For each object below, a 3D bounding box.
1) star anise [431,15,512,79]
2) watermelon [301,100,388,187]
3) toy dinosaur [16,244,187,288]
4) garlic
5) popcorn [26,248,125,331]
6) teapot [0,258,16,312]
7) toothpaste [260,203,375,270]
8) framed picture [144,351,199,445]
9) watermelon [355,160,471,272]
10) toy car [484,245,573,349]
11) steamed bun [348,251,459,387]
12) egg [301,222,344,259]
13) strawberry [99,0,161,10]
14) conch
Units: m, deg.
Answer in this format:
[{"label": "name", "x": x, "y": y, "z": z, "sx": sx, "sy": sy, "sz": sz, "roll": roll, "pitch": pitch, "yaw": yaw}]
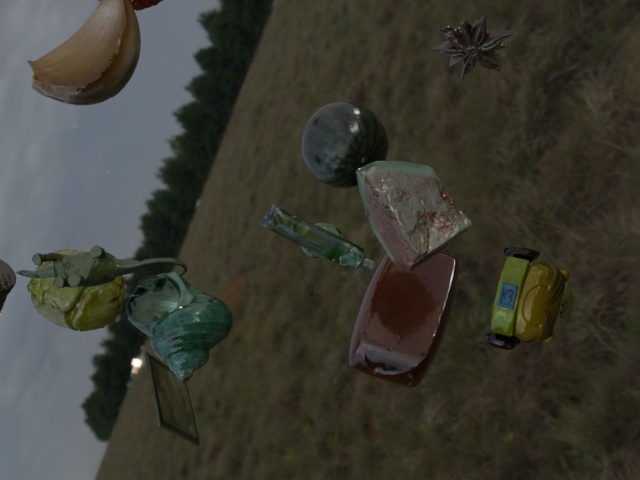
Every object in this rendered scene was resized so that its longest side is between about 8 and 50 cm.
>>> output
[{"label": "star anise", "x": 0.377, "y": -0.476, "z": 1.893, "sx": 0.182, "sy": 0.195, "sz": 0.065, "roll": -24, "pitch": 40, "yaw": 44}, {"label": "watermelon", "x": 0.059, "y": -0.225, "z": 1.845, "sx": 0.212, "sy": 0.212, "sz": 0.212, "roll": -160, "pitch": 90, "yaw": -81}, {"label": "toy dinosaur", "x": -0.449, "y": 0.053, "z": 1.507, "sx": 0.147, "sy": 0.363, "sz": 0.076, "roll": 21, "pitch": -115, "yaw": -80}, {"label": "garlic", "x": -0.329, "y": -0.282, "z": 1.172, "sx": 0.206, "sy": 0.128, "sz": 0.115, "roll": -54, "pitch": -11, "yaw": 0}, {"label": "popcorn", "x": -0.576, "y": 0.117, "z": 1.851, "sx": 0.183, "sy": 0.221, "sz": 0.204, "roll": -76, "pitch": 2, "yaw": -48}, {"label": "teapot", "x": -0.868, "y": 0.179, "z": 1.805, "sx": 0.270, "sy": 0.200, "sz": 0.337, "roll": 0, "pitch": -55, "yaw": -53}, {"label": "toothpaste", "x": 0.000, "y": 0.000, "z": 1.570, "sx": 0.078, "sy": 0.248, "sz": 0.047, "roll": -52, "pitch": 17, "yaw": 49}, {"label": "framed picture", "x": -0.329, "y": 0.357, "z": 1.741, "sx": 0.231, "sy": 0.010, "sz": 0.173, "roll": 62, "pitch": -172, "yaw": -61}, {"label": "watermelon", "x": 0.196, "y": -0.039, "z": 1.755, "sx": 0.232, "sy": 0.193, "sz": 0.310, "roll": 14, "pitch": 125, "yaw": 49}, {"label": "toy car", "x": 0.412, "y": 0.117, "z": 1.499, "sx": 0.248, "sy": 0.142, "sz": 0.200, "roll": 1, "pitch": -80, "yaw": -69}, {"label": "steamed bun", "x": 0.222, "y": 0.201, "z": 2.085, "sx": 0.248, "sy": 0.235, "sz": 0.379, "roll": 85, "pitch": -155, "yaw": -67}, {"label": "egg", "x": 0.007, "y": 0.002, "z": 1.753, "sx": 0.085, "sy": 0.110, "sz": 0.085, "roll": -1, "pitch": 88, "yaw": 47}, {"label": "strawberry", "x": -0.490, "y": -0.663, "z": 2.043, "sx": 0.106, "sy": 0.236, "sz": 0.175, "roll": 67, "pitch": -170, "yaw": 25}, {"label": "conch", "x": -0.259, "y": 0.163, "z": 1.454, "sx": 0.202, "sy": 0.196, "sz": 0.134, "roll": -98, "pitch": -8, "yaw": -55}]
